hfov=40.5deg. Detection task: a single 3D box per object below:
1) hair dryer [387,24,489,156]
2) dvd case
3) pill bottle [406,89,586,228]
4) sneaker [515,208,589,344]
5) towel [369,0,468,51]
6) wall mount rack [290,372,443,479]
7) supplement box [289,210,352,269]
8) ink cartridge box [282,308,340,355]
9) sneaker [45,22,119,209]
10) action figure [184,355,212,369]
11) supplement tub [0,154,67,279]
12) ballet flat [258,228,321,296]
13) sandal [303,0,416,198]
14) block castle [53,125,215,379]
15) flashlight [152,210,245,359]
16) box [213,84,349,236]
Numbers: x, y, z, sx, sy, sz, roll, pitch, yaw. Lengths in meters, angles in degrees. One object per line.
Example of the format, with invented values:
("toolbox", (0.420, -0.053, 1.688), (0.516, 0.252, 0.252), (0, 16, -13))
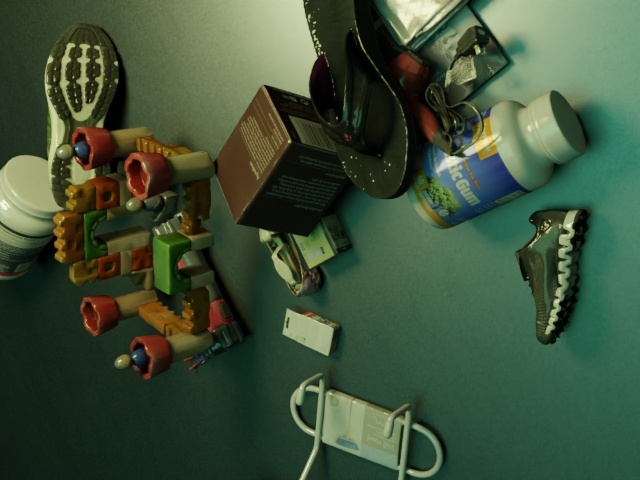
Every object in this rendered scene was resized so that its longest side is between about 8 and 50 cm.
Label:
("hair dryer", (0.151, -0.224, 1.439), (0.293, 0.080, 0.224), (-23, 49, 50))
("dvd case", (0.199, -0.342, 1.496), (0.164, 0.018, 0.221), (-39, 79, 33))
("pill bottle", (0.281, -0.134, 1.411), (0.272, 0.152, 0.152), (-27, 86, 35))
("sneaker", (0.373, 0.054, 1.443), (0.106, 0.078, 0.234), (14, 105, 32))
("towel", (0.161, -0.539, 1.442), (0.317, 0.053, 0.332), (-43, 73, 32))
("wall mount rack", (0.053, 0.435, 1.699), (0.350, 0.130, 0.304), (14, 109, 30))
("supplement box", (0.000, 0.000, 1.678), (0.083, 0.056, 0.083), (-30, 84, 34))
("ink cartridge box", (-0.019, 0.180, 1.749), (0.115, 0.029, 0.063), (22, 112, 28))
("sneaker", (-0.549, -0.271, 1.922), (0.182, 0.158, 0.411), (5, 90, 62))
("action figure", (-0.256, 0.248, 1.918), (0.115, 0.030, 0.038), (-38, 76, 30))
("supplement tub", (-0.720, -0.051, 2.047), (0.272, 0.191, 0.191), (-44, 76, 32))
("ballet flat", (-0.075, 0.013, 1.716), (0.077, 0.079, 0.222), (-33, 82, 35))
("sandal", (0.034, -0.270, 1.453), (0.167, 0.107, 0.446), (-33, 68, 47))
("block castle", (-0.373, 0.013, 1.710), (0.303, 0.212, 0.454), (26, 122, 43))
("flashlight", (-0.268, 0.099, 1.852), (0.304, 0.103, 0.103), (62, 163, 9))
("box", (-0.065, -0.142, 1.590), (0.203, 0.168, 0.167), (-53, 45, 30))
